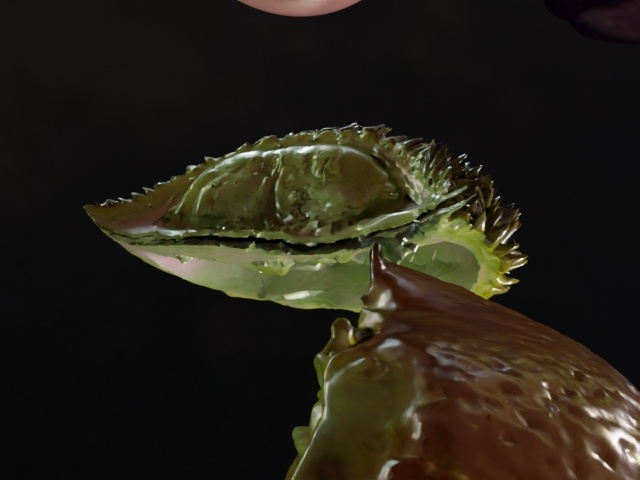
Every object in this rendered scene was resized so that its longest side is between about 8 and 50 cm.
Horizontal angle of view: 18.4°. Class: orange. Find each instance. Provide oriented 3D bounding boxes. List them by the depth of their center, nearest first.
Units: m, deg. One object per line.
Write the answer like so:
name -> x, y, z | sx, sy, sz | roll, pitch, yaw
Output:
orange -> 0.049, 0.162, 0.749 | 0.196, 0.262, 0.334 | 26, -175, 2

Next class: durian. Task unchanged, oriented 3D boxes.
durian -> 0.000, 0.000, 1.544 | 0.352, 0.158, 0.169 | 0, -163, 27

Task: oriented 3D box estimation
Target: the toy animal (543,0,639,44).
toy animal -> 0.143, -0.200, 0.614 | 0.195, 0.090, 0.324 | 15, -103, 51

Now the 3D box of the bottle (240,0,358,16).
bottle -> -0.002, -0.248, 1.018 | 0.206, 0.297, 0.173 | 26, -118, -2
